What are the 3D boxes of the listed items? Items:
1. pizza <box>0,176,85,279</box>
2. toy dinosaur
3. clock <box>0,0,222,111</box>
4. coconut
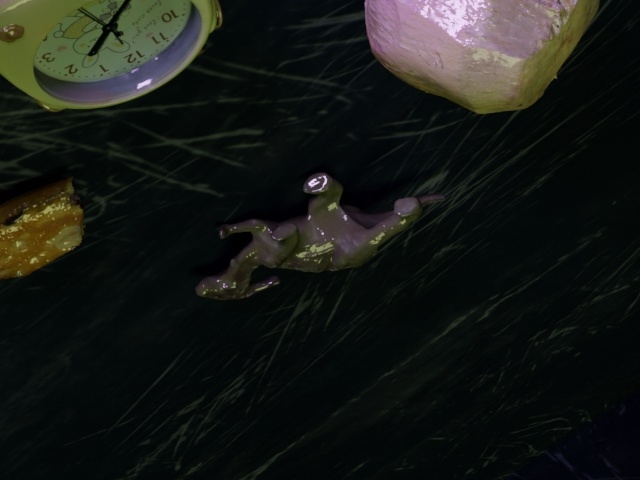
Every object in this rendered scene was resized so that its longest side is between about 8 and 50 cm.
[{"bbox_3d":[-0.282,-0.006,1.285,0.160,0.036,0.099,-31,154,13],"label":"pizza"},{"bbox_3d":[-0.003,-0.007,1.505,0.294,0.077,0.162,-11,160,4],"label":"toy dinosaur"},{"bbox_3d":[-0.162,-0.167,1.047,0.170,0.069,0.232,-27,156,3],"label":"clock"},{"bbox_3d":[0.119,-0.201,1.123,0.194,0.194,0.194,-21,155,-10],"label":"coconut"}]
